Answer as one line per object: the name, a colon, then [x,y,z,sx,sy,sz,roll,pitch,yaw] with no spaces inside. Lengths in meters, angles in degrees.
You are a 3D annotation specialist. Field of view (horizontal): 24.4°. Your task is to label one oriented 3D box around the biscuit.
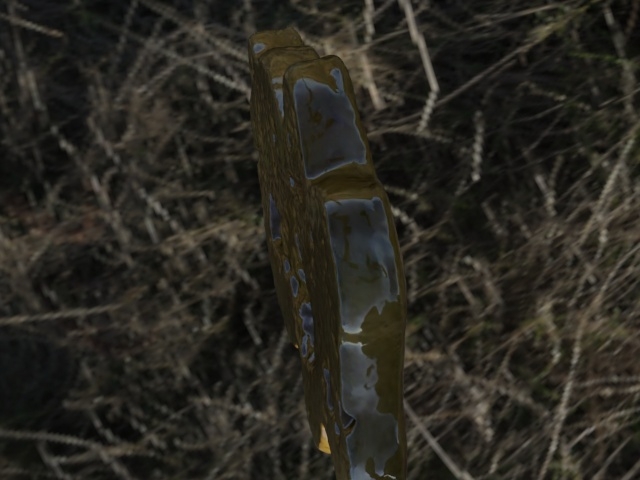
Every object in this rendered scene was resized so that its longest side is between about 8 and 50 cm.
biscuit: [0.003,-0.001,0.651,0.035,0.249,0.184,-8,116,-8]
